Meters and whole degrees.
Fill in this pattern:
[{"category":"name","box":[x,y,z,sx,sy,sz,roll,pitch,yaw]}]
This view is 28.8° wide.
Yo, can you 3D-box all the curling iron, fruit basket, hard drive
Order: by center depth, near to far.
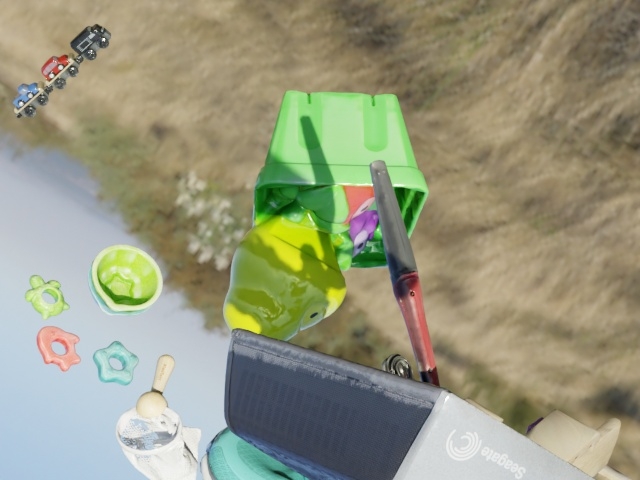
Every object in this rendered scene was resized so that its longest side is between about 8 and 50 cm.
[{"category":"hard drive","box":[0.082,0.125,0.580,0.255,0.054,0.172,34,166,-33]},{"category":"curling iron","box":[0.080,0.048,1.269,0.068,0.273,0.035,5,164,-40]},{"category":"fruit basket","box":[0.000,0.000,1.867,0.283,0.391,0.392,2,177,-3]}]

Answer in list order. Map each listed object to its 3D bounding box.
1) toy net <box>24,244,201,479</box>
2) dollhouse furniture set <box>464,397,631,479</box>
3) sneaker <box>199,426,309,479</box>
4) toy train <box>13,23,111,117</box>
[{"category":"toy net","box":[-0.173,0.118,1.108,0.122,0.045,0.232,-11,-112,-37]},{"category":"dollhouse furniture set","box":[0.137,0.224,1.284,0.303,0.286,0.198,29,-146,31]},{"category":"sneaker","box":[0.042,0.204,0.943,0.275,0.107,0.110,26,131,5]},{"category":"toy train","box":[-0.316,-0.204,1.502,0.036,0.158,0.027,42,-163,-28]}]
